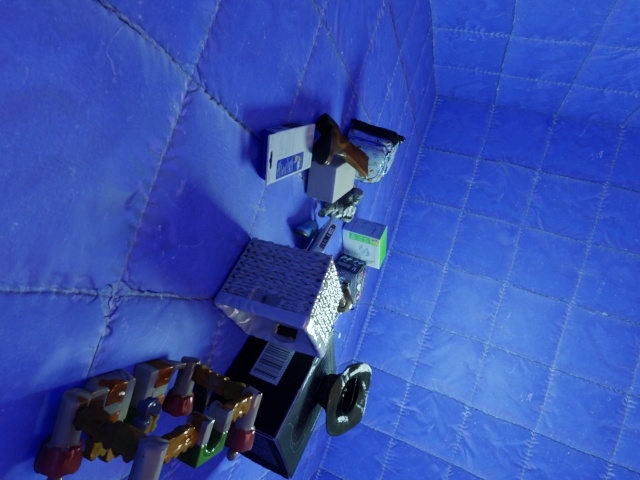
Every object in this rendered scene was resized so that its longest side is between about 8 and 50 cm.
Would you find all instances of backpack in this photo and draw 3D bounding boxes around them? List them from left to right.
[{"bbox_3d":[0.229,-0.401,1.997,0.213,0.276,0.264,-51,158,-36],"label":"backpack"}]

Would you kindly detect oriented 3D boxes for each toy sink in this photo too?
[{"bbox_3d":[0.048,-0.277,1.772,0.234,0.131,0.153,-42,145,-54],"label":"toy sink"}]

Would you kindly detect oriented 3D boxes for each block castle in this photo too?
[{"bbox_3d":[-0.370,0.452,0.986,0.453,0.302,0.213,11,97,-70],"label":"block castle"}]

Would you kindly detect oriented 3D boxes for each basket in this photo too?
[{"bbox_3d":[-0.121,0.194,1.429,0.331,0.327,0.267,71,37,-59],"label":"basket"}]

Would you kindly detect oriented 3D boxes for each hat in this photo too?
[{"bbox_3d":[0.076,0.637,1.736,0.331,0.133,0.332,-17,111,-50],"label":"hat"}]

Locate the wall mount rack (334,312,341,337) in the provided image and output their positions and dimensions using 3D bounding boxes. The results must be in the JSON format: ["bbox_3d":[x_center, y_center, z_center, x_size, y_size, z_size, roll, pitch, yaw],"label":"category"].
[{"bbox_3d":[0.025,0.542,2.389,0.304,0.130,0.351,-50,149,-48],"label":"wall mount rack"}]

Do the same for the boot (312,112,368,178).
[{"bbox_3d":[0.087,-0.324,1.646,0.280,0.096,0.264,38,33,-37],"label":"boot"}]

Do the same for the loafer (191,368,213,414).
[{"bbox_3d":[-0.379,0.501,1.366,0.061,0.062,0.170,-1,108,-75],"label":"loafer"}]

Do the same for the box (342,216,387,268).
[{"bbox_3d":[0.254,0.009,2.419,0.262,0.230,0.127,84,29,-48],"label":"box"}]

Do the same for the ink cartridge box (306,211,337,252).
[{"bbox_3d":[0.000,0.000,1.855,0.208,0.045,0.206,-61,-170,-32],"label":"ink cartridge box"}]

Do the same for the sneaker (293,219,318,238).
[{"bbox_3d":[-0.055,-0.055,1.765,0.082,0.069,0.209,-69,165,3],"label":"sneaker"}]

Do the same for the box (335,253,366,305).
[{"bbox_3d":[0.160,0.229,2.448,0.142,0.163,0.248,-45,146,-47],"label":"box"}]

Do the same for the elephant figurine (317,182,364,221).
[{"bbox_3d":[0.087,-0.161,1.993,0.240,0.186,0.169,-57,-160,-13],"label":"elephant figurine"}]

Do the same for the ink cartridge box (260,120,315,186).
[{"bbox_3d":[-0.120,-0.298,1.402,0.332,0.065,0.166,-40,142,-60],"label":"ink cartridge box"}]

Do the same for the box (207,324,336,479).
[{"bbox_3d":[-0.157,0.607,1.700,0.472,0.297,0.480,84,29,-46],"label":"box"}]

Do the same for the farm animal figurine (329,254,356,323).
[{"bbox_3d":[0.021,0.231,1.861,0.330,0.326,0.173,-35,132,-36],"label":"farm animal figurine"}]
